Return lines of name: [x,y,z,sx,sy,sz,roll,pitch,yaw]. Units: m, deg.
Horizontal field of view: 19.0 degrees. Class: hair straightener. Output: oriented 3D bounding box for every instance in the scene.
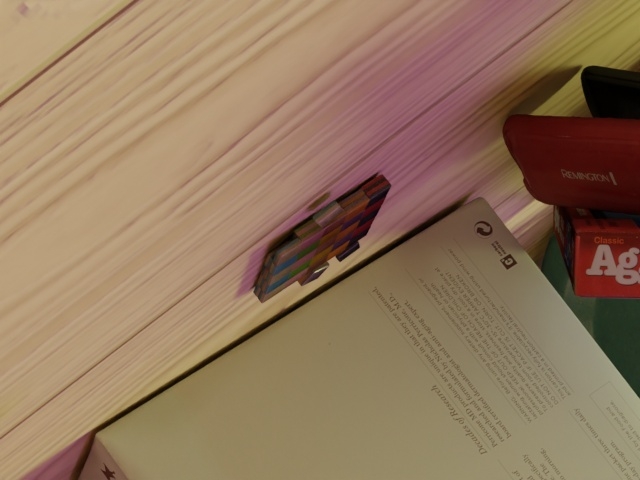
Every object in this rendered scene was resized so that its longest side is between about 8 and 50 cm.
hair straightener: [0.160,-0.045,0.652,0.089,0.047,0.230,-34,-164,-24]

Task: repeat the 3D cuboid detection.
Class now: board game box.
board game box: [0.172,-0.003,0.789,0.145,0.027,0.281,2,-175,5]

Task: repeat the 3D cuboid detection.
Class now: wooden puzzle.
wooden puzzle: [0.000,0.000,0.681,0.049,0.006,0.083,-33,168,-20]

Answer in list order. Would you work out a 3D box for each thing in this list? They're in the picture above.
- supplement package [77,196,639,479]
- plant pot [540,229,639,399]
supplement package: [0.030,0.130,0.809,0.203,0.194,0.149,-31,166,-26]
plant pot: [0.272,0.038,1.058,0.255,0.271,0.271,-17,161,-22]
